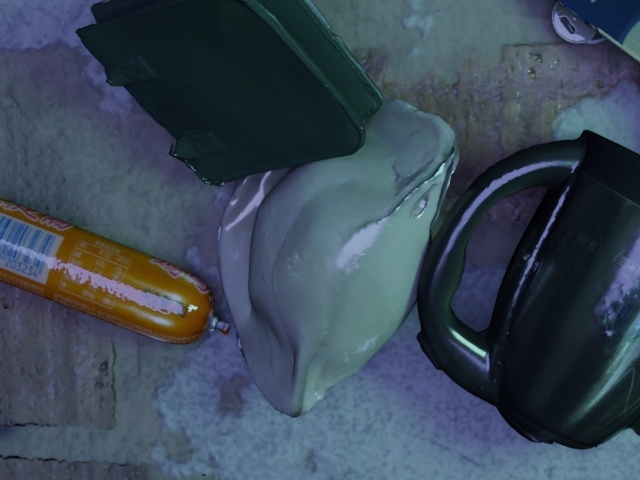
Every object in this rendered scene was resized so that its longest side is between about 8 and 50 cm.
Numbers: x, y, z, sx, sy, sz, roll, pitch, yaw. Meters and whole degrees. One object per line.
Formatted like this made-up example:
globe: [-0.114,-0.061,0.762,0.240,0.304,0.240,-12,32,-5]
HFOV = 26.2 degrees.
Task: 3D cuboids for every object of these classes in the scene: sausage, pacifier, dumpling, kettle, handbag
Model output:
sausage: [-0.248,0.044,1.573,0.312,0.093,0.093,20,96,3]
pacifier: [0.298,-0.253,1.516,0.083,0.064,0.068,-37,84,7]
dumpling: [-0.001,0.003,1.522,0.260,0.181,0.341,39,128,37]
kettle: [0.265,0.057,1.458,0.321,0.228,0.324,25,101,-12]
handbag: [-0.097,-0.173,1.435,0.260,0.079,0.247,-11,135,39]

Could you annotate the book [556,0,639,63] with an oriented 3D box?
book: [0.414,-0.265,1.446,0.322,0.018,0.228,41,85,21]
